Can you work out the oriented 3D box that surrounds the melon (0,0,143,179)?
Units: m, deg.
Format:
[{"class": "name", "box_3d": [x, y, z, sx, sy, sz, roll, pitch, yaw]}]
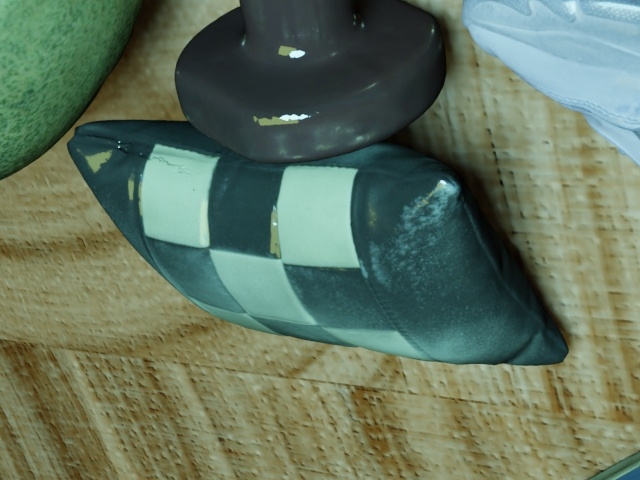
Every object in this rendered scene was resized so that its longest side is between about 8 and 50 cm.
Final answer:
[{"class": "melon", "box_3d": [-0.216, -0.154, 0.665, 0.248, 0.248, 0.329, 49, 135, -1]}]

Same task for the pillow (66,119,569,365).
[{"class": "pillow", "box_3d": [0.000, 0.000, 0.687, 0.250, 0.106, 0.186, 9, 155, 32]}]

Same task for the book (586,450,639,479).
[{"class": "book", "box_3d": [0.240, 0.251, 0.744, 0.269, 0.025, 0.191, 47, 136, 2]}]

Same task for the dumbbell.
[{"class": "dumbbell", "box_3d": [-0.020, -0.157, 0.570, 0.140, 0.124, 0.225, 31, 143, 45]}]

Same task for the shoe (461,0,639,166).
[{"class": "shoe", "box_3d": [0.175, -0.051, 0.535, 0.245, 0.095, 0.138, 19, 127, 19]}]
